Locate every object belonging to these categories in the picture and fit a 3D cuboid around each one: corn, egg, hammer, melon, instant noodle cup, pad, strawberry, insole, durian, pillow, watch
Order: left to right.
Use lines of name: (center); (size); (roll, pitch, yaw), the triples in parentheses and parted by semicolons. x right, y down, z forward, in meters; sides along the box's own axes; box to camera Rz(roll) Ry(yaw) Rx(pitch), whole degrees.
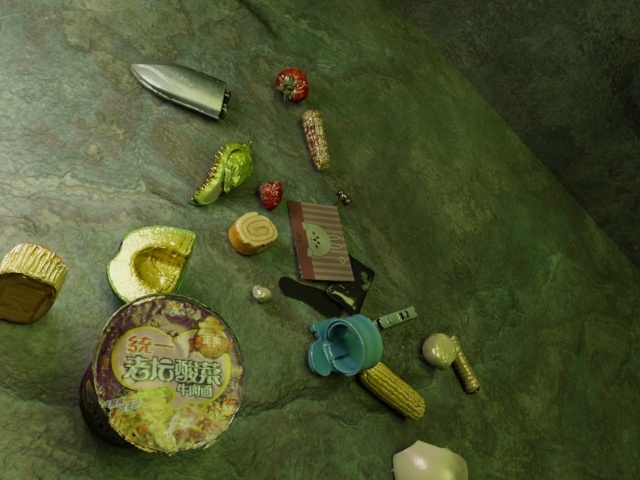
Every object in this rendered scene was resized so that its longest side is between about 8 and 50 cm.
melon: (-0.442, 0.083, 1.419); (0.169, 0.129, 0.265); (21, 54, -2)
instant noodle cup: (-0.373, 0.317, 1.229); (0.340, 0.266, 0.340); (21, 53, -31)
durian: (-0.282, -0.234, 1.737); (0.132, 0.106, 0.375); (47, 49, -16)
strawberry: (-0.161, -0.148, 1.810); (0.083, 0.083, 0.096); (-8, 106, -42)
strawberry: (-0.092, -0.583, 2.083); (0.148, 0.131, 0.131); (-30, 87, -37)
insole: (-0.029, 0.180, 1.779); (0.253, 0.005, 0.086); (28, 50, -26)
corn: (-0.011, -0.371, 2.057); (0.079, 0.079, 0.237); (0, 67, -40)
pad: (0.000, 0.000, 1.869); (0.202, 0.005, 0.300); (5, 58, -29)
hammer: (0.020, -0.092, 1.964); (0.058, 0.029, 0.292); (48, 47, -4)
watch: (0.082, 0.306, 1.665); (0.211, 0.193, 0.211); (21, 55, -33)
pillow: (0.107, 0.145, 1.876); (0.141, 0.055, 0.208); (38, 47, -9)
corn: (0.225, 0.472, 1.759); (0.244, 0.093, 0.093); (42, 46, -12)
egg: (0.368, 0.721, 1.688); (0.271, 0.162, 0.206); (19, 54, -30)

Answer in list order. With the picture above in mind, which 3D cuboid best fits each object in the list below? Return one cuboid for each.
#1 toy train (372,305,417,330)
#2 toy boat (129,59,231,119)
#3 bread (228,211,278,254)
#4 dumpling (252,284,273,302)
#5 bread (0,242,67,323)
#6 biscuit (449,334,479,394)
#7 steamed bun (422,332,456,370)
toy train: (0.260, 0.273, 1.937); (0.207, 0.047, 0.043); (-10, 71, -44)
toy boat: (-0.442, -0.488, 1.763); (0.319, 0.092, 0.141); (18, 56, -23)
bread: (-0.205, -0.025, 1.701); (0.149, 0.073, 0.122); (-23, 80, -45)
dumpling: (-0.174, 0.156, 1.648); (0.077, 0.043, 0.059); (-7, 49, -38)
bread: (-0.631, 0.091, 1.199); (0.132, 0.190, 0.114); (31, 41, -26)
biscuit: (0.518, 0.455, 2.037); (0.219, 0.061, 0.055); (63, 24, 8)
steamed bun: (0.412, 0.391, 1.963); (0.112, 0.091, 0.130); (37, 46, -15)
